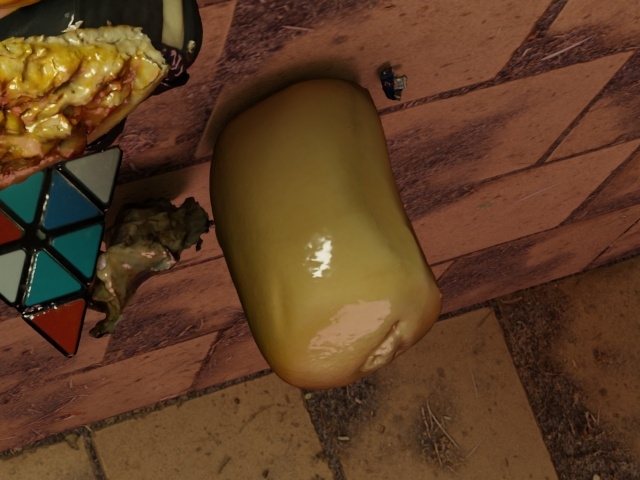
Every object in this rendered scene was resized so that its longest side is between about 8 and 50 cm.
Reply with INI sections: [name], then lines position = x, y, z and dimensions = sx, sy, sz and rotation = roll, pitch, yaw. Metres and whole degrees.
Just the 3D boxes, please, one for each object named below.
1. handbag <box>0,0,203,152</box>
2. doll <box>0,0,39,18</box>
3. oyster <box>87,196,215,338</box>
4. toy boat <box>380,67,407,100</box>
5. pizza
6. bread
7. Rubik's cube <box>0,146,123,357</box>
[handbag]
position = -0.244, -0.194, 1.662
dimensions = 0.254, 0.181, 0.181
rotation = -32, 154, 36
[doll]
position = -0.277, -0.269, 1.375
dimensions = 0.162, 0.166, 0.269
rotation = 18, 175, 26
[oyster]
position = -0.262, 0.024, 2.420
dimensions = 0.238, 0.115, 0.351
rotation = -46, -174, 6
[toy boat]
position = 0.100, -0.210, 2.355
dimensions = 0.038, 0.038, 0.083
rotation = -23, 165, 6
[pizza]
position = -0.290, -0.095, 1.500
dimensions = 0.336, 0.086, 0.226
rotation = -23, 165, 8
[bread]
position = 0.000, 0.000, 2.303
dimensions = 0.253, 0.376, 0.348
rotation = -19, 167, -6
[Rubik's cube]
position = -0.319, -0.015, 2.259
dimensions = 0.234, 0.250, 0.284
rotation = -44, 156, 9
